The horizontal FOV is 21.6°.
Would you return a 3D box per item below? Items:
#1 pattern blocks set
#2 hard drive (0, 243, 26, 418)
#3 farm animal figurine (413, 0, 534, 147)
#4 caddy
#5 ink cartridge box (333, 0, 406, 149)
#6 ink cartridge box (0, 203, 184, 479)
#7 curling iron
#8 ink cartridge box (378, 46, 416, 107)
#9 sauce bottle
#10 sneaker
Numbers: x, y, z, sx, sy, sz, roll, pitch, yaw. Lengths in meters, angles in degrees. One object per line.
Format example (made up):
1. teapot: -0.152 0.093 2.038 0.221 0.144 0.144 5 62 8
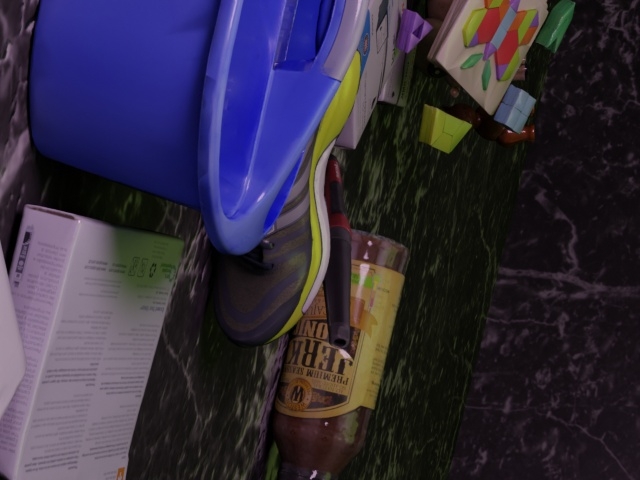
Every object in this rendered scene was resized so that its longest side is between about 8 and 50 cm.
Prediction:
1. pattern blocks set: 0.182 -0.226 1.785 0.325 0.026 0.285 4 110 -57
2. hard drive: -0.227 0.034 0.862 0.308 0.040 0.203 88 19 -46
3. farm animal figurine: 0.171 -0.285 2.044 0.327 0.172 0.330 -80 167 -62
4. caddy: -0.056 -0.164 1.113 0.241 0.179 0.341 21 81 -78
5. ink cartridge box: 0.024 -0.203 1.636 0.191 0.082 0.140 -63 160 -45
6. ink cartridge box: -0.169 0.095 1.150 0.223 0.045 0.224 19 84 -77
7. curling iron: 0.000 0.000 1.549 0.274 0.068 0.035 -102 -172 -45
8. ink cartridge box: 0.065 -0.202 1.863 0.135 0.056 0.099 -7 108 -76
9. sauce bottle: 0.011 0.160 1.829 0.111 0.111 0.344 46 55 -74
10. sneaker: -0.056 -0.049 1.434 0.121 0.111 0.300 -14 117 -55
